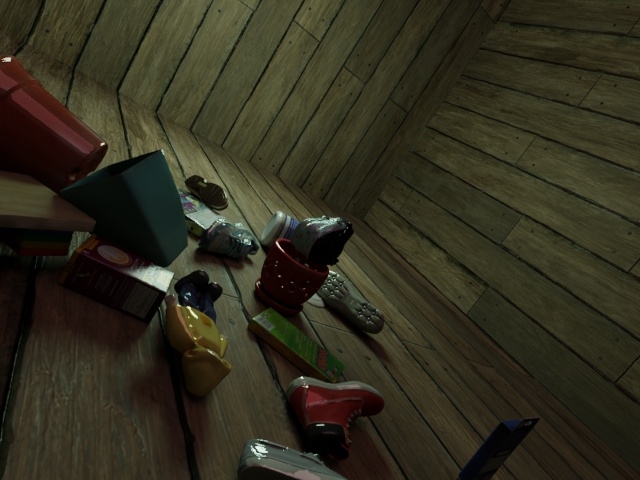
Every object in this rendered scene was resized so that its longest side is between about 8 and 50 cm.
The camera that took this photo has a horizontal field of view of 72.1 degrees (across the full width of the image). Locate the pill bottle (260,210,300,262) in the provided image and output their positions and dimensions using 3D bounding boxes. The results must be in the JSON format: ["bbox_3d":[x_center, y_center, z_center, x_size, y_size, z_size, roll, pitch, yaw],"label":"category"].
[{"bbox_3d":[-0.096,0.005,1.784,0.264,0.153,0.153,29,13,-18],"label":"pill bottle"}]

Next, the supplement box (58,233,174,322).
[{"bbox_3d":[-0.409,0.076,0.899,0.188,0.081,0.104,30,13,-18],"label":"supplement box"}]

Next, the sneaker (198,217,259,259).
[{"bbox_3d":[-0.283,0.004,1.434,0.122,0.110,0.283,40,14,12],"label":"sneaker"}]

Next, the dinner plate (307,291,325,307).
[{"bbox_3d":[-0.039,0.187,1.558,0.141,0.017,0.141,30,12,-7],"label":"dinner plate"}]

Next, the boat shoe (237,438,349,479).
[{"bbox_3d":[-0.025,0.380,0.716,0.227,0.079,0.081,27,18,-15],"label":"boat shoe"}]

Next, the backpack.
[{"bbox_3d":[0.000,0.000,1.315,0.115,0.152,0.182,33,24,30],"label":"backpack"}]

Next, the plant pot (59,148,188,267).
[{"bbox_3d":[-0.412,-0.055,0.997,0.165,0.165,0.234,-68,142,-59],"label":"plant pot"}]

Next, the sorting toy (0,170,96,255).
[{"bbox_3d":[-0.611,-0.055,0.804,0.255,0.089,0.257,28,10,25],"label":"sorting toy"}]

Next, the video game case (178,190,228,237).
[{"bbox_3d":[-0.453,-0.098,1.537,0.210,0.042,0.232,34,12,0],"label":"video game case"}]

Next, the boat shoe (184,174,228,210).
[{"bbox_3d":[-0.433,-0.172,1.729,0.257,0.095,0.095,38,-27,38],"label":"boat shoe"}]

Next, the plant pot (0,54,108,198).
[{"bbox_3d":[-0.681,-0.236,1.040,0.265,0.272,0.272,38,11,-18],"label":"plant pot"}]

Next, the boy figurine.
[{"bbox_3d":[-0.242,0.175,0.871,0.177,0.092,0.285,53,4,-33],"label":"boy figurine"}]

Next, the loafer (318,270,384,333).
[{"bbox_3d":[0.093,0.224,1.585,0.319,0.112,0.111,41,-22,26],"label":"loafer"}]

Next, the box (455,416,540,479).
[{"bbox_3d":[0.431,0.501,1.062,0.136,0.225,0.036,21,17,-44],"label":"box"}]

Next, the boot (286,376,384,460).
[{"bbox_3d":[0.059,0.382,0.919,0.244,0.088,0.176,16,20,-30],"label":"boot"}]

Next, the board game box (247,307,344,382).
[{"bbox_3d":[-0.059,0.274,1.137,0.259,0.039,0.124,33,13,11],"label":"board game box"}]

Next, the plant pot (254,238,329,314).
[{"bbox_3d":[-0.096,0.113,1.328,0.191,0.174,0.191,32,13,-8],"label":"plant pot"}]
